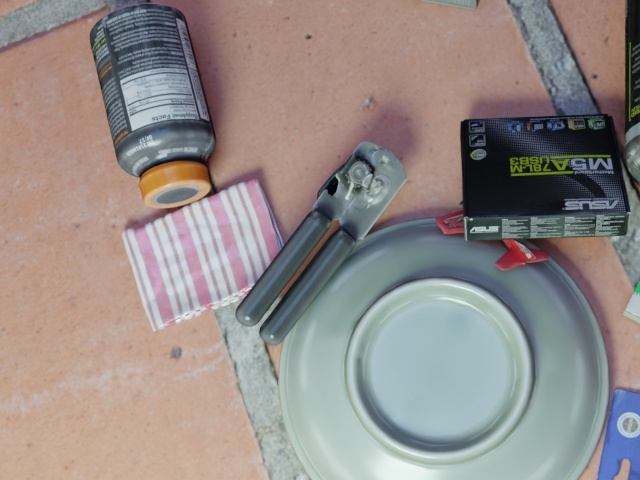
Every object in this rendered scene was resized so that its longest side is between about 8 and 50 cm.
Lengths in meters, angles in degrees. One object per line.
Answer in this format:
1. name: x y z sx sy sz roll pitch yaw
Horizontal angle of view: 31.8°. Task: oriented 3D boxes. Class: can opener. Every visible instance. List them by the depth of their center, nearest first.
1. can opener: 0.000 0.000 1.388 0.076 0.095 0.283 38 83 -8

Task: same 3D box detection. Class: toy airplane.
1. toy airplane: 0.220 -0.013 1.349 0.151 0.028 0.151 1 37 -1

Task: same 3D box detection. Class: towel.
1. towel: -0.147 0.016 1.433 0.197 0.029 0.144 -22 74 2

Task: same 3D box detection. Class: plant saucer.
1. plant saucer: 0.141 0.155 1.323 0.401 0.100 0.400 -2 76 7

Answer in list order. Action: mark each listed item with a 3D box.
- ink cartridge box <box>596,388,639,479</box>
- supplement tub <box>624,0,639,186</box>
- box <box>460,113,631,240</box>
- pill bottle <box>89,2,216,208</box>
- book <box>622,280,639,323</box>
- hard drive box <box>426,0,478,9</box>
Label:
1. ink cartridge box: 0.428 0.295 1.276 0.224 0.045 0.223 11 78 11
2. supplement tub: 0.460 -0.185 1.307 0.207 0.207 0.337 2 77 8
3. box: 0.264 -0.078 1.349 0.191 0.045 0.184 -1 42 8
4. pill bottle: -0.209 -0.167 1.435 0.131 0.130 0.245 -16 75 4
5. book: 0.448 0.079 1.337 0.144 0.035 0.096 27 77 15
6. hard drive box: 0.112 -0.420 1.474 0.232 0.089 0.181 13 78 10
